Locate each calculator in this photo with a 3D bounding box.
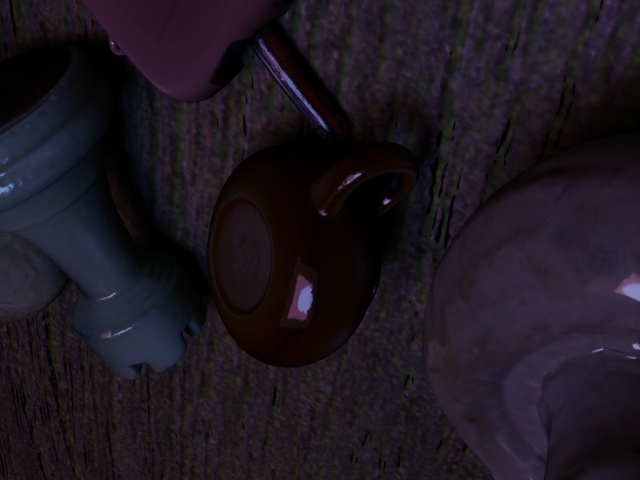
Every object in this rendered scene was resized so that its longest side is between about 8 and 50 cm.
[{"bbox_3d":[-0.097,-0.237,0.657,0.220,0.048,0.330,48,138,8],"label":"calculator"}]

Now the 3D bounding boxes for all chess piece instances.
[{"bbox_3d":[-0.225,-0.011,0.888,0.194,0.194,0.299,1,134,36],"label":"chess piece"}]

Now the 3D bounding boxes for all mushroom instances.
[{"bbox_3d":[0.187,0.094,0.565,0.297,0.290,0.297,20,133,22],"label":"mushroom"},{"bbox_3d":[-0.458,-0.019,1.083,0.344,0.130,0.247,37,134,6],"label":"mushroom"}]

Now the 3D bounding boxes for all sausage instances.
[{"bbox_3d":[-0.038,-0.149,0.730,0.025,0.028,0.198,-30,105,29],"label":"sausage"}]

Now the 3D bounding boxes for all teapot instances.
[{"bbox_3d":[0.000,0.000,0.762,0.252,0.135,0.178,-45,59,44],"label":"teapot"}]
